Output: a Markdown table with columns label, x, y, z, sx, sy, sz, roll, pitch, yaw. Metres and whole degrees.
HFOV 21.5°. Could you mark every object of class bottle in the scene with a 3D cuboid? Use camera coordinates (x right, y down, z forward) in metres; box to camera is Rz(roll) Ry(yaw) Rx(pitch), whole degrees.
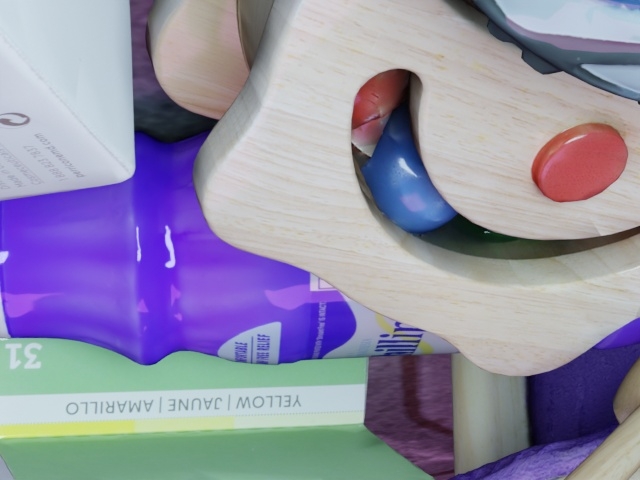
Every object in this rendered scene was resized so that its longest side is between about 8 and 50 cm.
| label | x | y | z | sx | sy | sz | roll | pitch | yaw |
| --- | --- | --- | --- | --- | --- | --- | --- | --- | --- |
| bottle | 0.000 | 0.000 | 0.661 | 0.283 | 0.092 | 0.118 | -2 | 163 | -5 |

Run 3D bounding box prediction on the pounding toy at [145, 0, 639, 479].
| label | x | y | z | sx | sy | sz | roll | pitch | yaw |
| --- | --- | --- | --- | --- | --- | --- | --- | --- | --- |
| pounding toy | 0.085 | -0.017 | 0.499 | 0.269 | 0.155 | 0.154 | 27 | 119 | -40 |

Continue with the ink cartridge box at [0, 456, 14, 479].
| label | x | y | z | sx | sy | sz | roll | pitch | yaw |
| --- | --- | --- | --- | --- | --- | --- | --- | --- | --- |
| ink cartridge box | -0.213 | 0.230 | 1.088 | 0.270 | 0.197 | 0.198 | 12 | 154 | -39 |

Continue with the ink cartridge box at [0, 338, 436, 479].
| label | x | y | z | sx | sy | sz | roll | pitch | yaw |
| --- | --- | --- | --- | --- | --- | --- | --- | --- | --- |
| ink cartridge box | -0.057 | 0.061 | 0.708 | 0.171 | 0.056 | 0.235 | 0 | -173 | -22 |

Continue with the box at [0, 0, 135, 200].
| label | x | y | z | sx | sy | sz | roll | pitch | yaw |
| --- | --- | --- | --- | --- | --- | --- | --- | --- | --- |
| box | -0.137 | -0.075 | 0.380 | 0.170 | 0.130 | 0.091 | -8 | 160 | 10 |

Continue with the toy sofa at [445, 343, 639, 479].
| label | x | y | z | sx | sy | sz | roll | pitch | yaw |
| --- | --- | --- | --- | --- | --- | --- | --- | --- | --- |
| toy sofa | 0.183 | 0.049 | 0.750 | 0.177 | 0.150 | 0.362 | 13 | 154 | -28 |

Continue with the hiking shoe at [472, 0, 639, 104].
| label | x | y | z | sx | sy | sz | roll | pitch | yaw |
| --- | --- | --- | --- | --- | --- | --- | --- | --- | --- |
| hiking shoe | 0.071 | -0.109 | 0.354 | 0.304 | 0.113 | 0.132 | 12 | 155 | -37 |
